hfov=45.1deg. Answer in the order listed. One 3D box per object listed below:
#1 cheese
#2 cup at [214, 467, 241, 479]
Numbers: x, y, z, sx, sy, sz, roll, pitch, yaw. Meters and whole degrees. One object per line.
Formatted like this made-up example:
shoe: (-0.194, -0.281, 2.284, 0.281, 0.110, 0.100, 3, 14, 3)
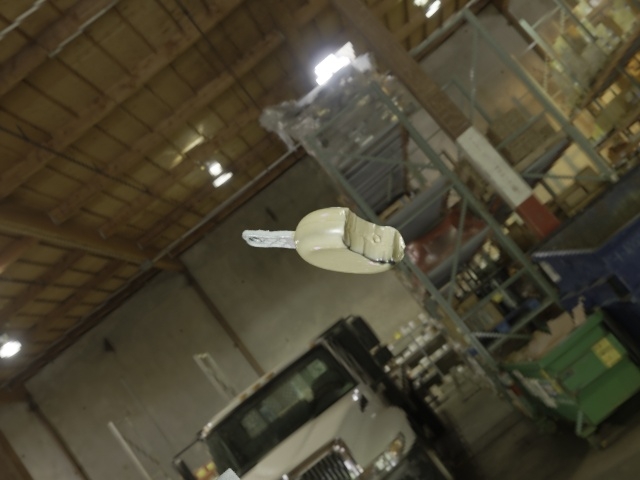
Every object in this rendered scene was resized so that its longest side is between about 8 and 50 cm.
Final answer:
cheese: (0.004, 0.008, 1.282, 0.249, 0.071, 0.163, -8, -27, 36)
cup: (-0.160, 0.469, 1.274, 0.133, 0.136, 0.099, -35, -39, -19)
